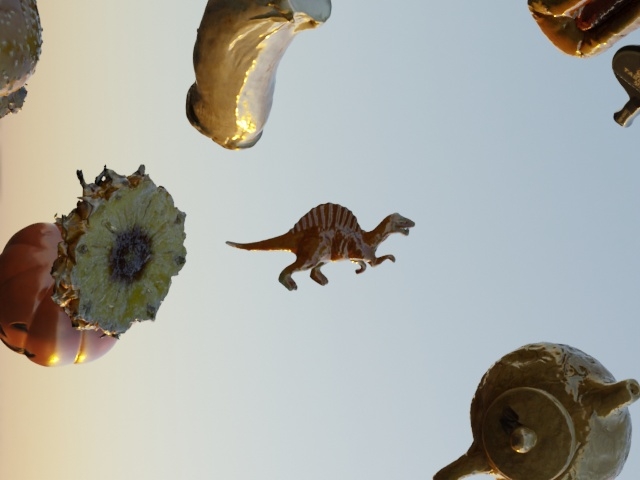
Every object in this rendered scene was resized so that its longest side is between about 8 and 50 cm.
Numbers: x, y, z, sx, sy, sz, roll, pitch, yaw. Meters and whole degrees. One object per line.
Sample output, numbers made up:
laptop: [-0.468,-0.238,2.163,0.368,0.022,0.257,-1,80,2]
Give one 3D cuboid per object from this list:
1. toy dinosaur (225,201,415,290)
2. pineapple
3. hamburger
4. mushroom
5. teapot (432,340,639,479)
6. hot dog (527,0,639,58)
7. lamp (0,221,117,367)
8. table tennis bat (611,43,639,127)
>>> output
toy dinosaur: [0.001,0.001,1.974,0.142,0.212,0.057,-60,-156,29]
pineapple: [-0.224,0.011,1.730,0.047,0.221,0.221,14,-71,33]
hamburger: [-0.320,-0.186,1.334,0.191,0.118,0.182,58,34,-14]
mushroom: [-0.075,-0.204,1.653,0.123,0.095,0.351,47,-24,4]
teapot: [0.260,0.236,1.897,0.311,0.167,0.203,-30,-99,28]
hot dog: [0.268,-0.227,1.273,0.242,0.084,0.073,-34,-161,41]
lamp: [-0.325,0.061,1.942,0.164,0.188,0.187,113,-26,-50]
table tennis bat: [0.484,-0.219,2.289,0.027,0.150,0.236,-49,176,-16]
